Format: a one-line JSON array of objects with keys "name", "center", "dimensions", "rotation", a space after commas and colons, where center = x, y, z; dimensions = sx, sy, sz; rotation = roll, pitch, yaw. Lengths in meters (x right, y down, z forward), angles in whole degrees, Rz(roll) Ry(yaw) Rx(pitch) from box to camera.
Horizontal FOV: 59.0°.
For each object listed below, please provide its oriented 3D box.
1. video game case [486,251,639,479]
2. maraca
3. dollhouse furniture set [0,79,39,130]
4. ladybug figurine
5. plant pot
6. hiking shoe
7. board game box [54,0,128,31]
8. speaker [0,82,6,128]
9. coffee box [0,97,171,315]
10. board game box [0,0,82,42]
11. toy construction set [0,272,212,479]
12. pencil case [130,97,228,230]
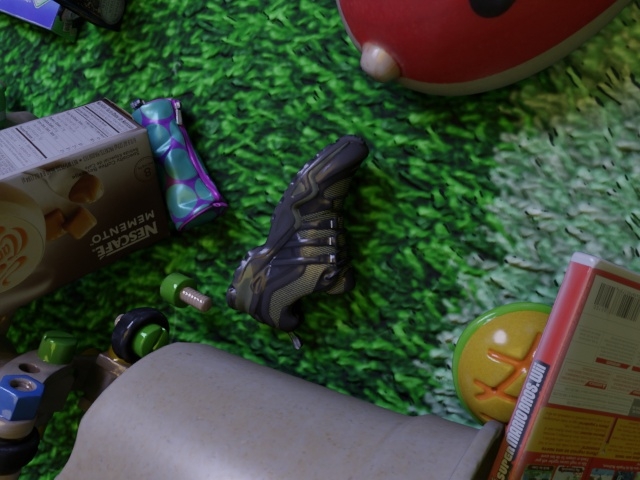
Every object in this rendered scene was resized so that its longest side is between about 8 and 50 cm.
[{"name": "video game case", "center": [0.233, 0.168, 0.479], "dimensions": [0.025, 0.204, 0.285], "rotation": [26, 98, 60]}, {"name": "maraca", "center": [0.194, 0.139, 0.525], "dimensions": [0.127, 0.099, 0.186], "rotation": [-21, 109, 13]}, {"name": "dollhouse furniture set", "center": [-0.495, -0.147, 0.725], "dimensions": [0.212, 0.161, 0.242], "rotation": [-40, 101, 11]}, {"name": "ladybug figurine", "center": [0.179, -0.333, 0.489], "dimensions": [0.305, 0.162, 0.449], "rotation": [34, 96, 6]}, {"name": "plant pot", "center": [-0.047, 0.246, 0.497], "dimensions": [0.305, 0.334, 0.334], "rotation": [22, 95, 27]}, {"name": "hiking shoe", "center": [0.000, 0.000, 0.598], "dimensions": [0.114, 0.086, 0.227], "rotation": [33, 103, 0]}, {"name": "board game box", "center": [-0.252, -0.381, 0.624], "dimensions": [0.042, 0.165, 0.243], "rotation": [20, 95, 15]}, {"name": "speaker", "center": [-0.428, -0.038, 0.604], "dimensions": [0.131, 0.131, 0.297], "rotation": [25, 106, 15]}, {"name": "coffee box", "center": [-0.292, -0.029, 0.566], "dimensions": [0.098, 0.246, 0.141], "rotation": [35, 140, 35]}, {"name": "board game box", "center": [-0.417, -0.411, 0.732], "dimensions": [0.317, 0.046, 0.214], "rotation": [24, 94, 15]}, {"name": "toy construction set", "center": [-0.290, 0.188, 0.626], "dimensions": [0.237, 0.257, 0.309], "rotation": [21, 118, 33]}, {"name": "pencil case", "center": [-0.162, -0.088, 0.643], "dimensions": [0.070, 0.064, 0.152], "rotation": [-31, 81, 27]}]
